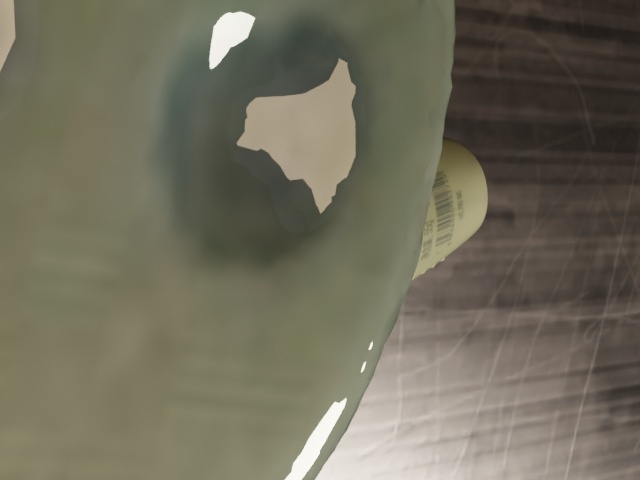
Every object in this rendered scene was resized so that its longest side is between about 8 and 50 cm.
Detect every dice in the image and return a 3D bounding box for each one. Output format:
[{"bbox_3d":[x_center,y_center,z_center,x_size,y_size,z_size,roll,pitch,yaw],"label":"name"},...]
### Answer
[{"bbox_3d":[-0.143,-0.051,0.430,0.262,0.268,0.265,14,89,-48],"label":"dice"}]

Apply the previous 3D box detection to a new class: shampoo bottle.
[{"bbox_3d":[0.000,0.000,0.762,0.212,0.049,0.072,-19,115,-45],"label":"shampoo bottle"}]
